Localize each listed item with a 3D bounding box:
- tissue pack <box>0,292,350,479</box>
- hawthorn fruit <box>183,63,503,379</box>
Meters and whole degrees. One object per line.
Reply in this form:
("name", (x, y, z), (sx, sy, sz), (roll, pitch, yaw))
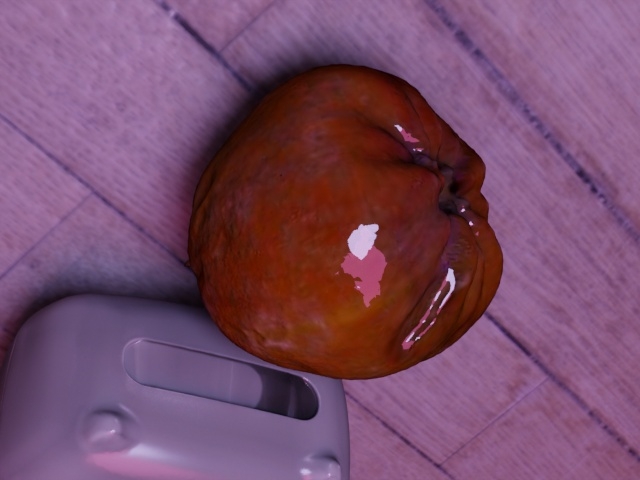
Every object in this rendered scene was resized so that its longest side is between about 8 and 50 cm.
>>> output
("tissue pack", (-0.133, 0.181, 1.135), (0.333, 0.229, 0.236), (16, 144, -24))
("hawthorn fruit", (0.000, 0.000, 1.073), (0.298, 0.277, 0.277), (-15, 129, 28))
